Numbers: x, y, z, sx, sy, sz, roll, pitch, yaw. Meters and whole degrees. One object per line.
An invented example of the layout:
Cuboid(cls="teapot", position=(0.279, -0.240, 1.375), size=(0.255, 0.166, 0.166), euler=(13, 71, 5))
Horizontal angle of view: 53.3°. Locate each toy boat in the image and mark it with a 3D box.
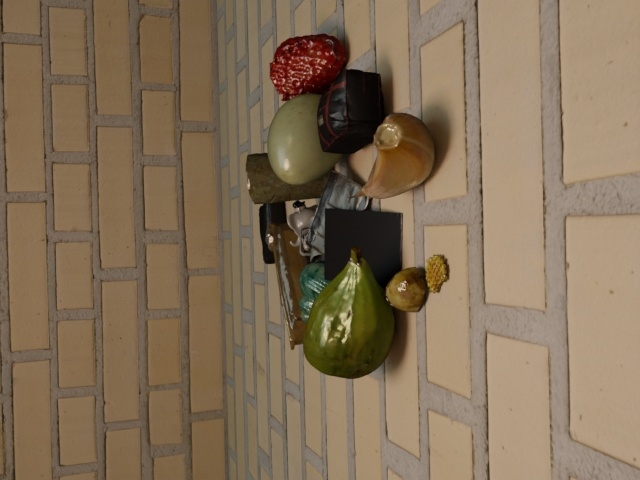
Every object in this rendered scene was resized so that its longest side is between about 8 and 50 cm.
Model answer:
Cuboid(cls="toy boat", position=(-0.097, 0.141, 2.141), size=(0.162, 0.136, 0.445), euler=(120, 142, -64))

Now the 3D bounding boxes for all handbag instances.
Cuboid(cls="handbag", position=(-0.194, -0.042, 2.461), size=(0.223, 0.080, 0.246), euler=(144, 122, -67))
Cuboid(cls="handbag", position=(0.074, -0.321, 1.594), size=(0.215, 0.155, 0.169), euler=(161, 113, -72))

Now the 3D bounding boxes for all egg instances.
Cuboid(cls="egg", position=(-0.042, -0.276, 1.768), size=(0.295, 0.219, 0.218), euler=(-64, 0, -38))

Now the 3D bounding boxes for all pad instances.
Cuboid(cls="pad", position=(0.103, 0.022, 1.633), size=(0.300, 0.005, 0.202), euler=(6, 98, 52))
Cuboid(cls="pad", position=(0.047, -0.060, 1.738), size=(0.174, 0.022, 0.233), euler=(32, 111, 41))

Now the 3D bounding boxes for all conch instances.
Cuboid(cls="conch", position=(0.005, 0.152, 1.847), size=(0.196, 0.134, 0.202), euler=(-121, 36, -55))

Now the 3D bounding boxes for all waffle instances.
Cuboid(cls="waffle", position=(0.246, 0.069, 1.353), size=(0.085, 0.016, 0.078), euler=(129, 135, -60))

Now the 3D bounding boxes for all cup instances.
Cuboid(cls="cup", position=(0.000, 0.000, 1.859), size=(0.095, 0.128, 0.129), euler=(115, 151, -70))

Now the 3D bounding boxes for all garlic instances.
Cuboid(cls="garlic", position=(0.156, -0.175, 1.372), size=(0.145, 0.164, 0.245), euler=(60, 155, 22))

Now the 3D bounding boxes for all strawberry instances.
Cuboid(cls="strawberry", position=(-0.025, -0.508, 1.846), size=(0.244, 0.205, 0.205), euler=(-12, 79, 49))

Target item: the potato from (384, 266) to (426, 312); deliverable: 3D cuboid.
Cuboid(cls="potato", position=(0.188, 0.103, 1.425), size=(0.103, 0.067, 0.096), euler=(104, 153, -53))

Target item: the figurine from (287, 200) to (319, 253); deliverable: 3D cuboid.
Cuboid(cls="figurine", position=(-0.036, -0.035, 1.969), size=(0.126, 0.147, 0.192), euler=(-23, 89, 49))

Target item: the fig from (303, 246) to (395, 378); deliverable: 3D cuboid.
Cuboid(cls="fig", position=(0.077, 0.194, 1.515), size=(0.314, 0.233, 0.233), euler=(109, 152, -53))

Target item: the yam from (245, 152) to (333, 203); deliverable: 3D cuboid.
Cuboid(cls="yam", position=(-0.098, -0.196, 1.946), size=(0.161, 0.268, 0.161), euler=(173, 90, -79))
